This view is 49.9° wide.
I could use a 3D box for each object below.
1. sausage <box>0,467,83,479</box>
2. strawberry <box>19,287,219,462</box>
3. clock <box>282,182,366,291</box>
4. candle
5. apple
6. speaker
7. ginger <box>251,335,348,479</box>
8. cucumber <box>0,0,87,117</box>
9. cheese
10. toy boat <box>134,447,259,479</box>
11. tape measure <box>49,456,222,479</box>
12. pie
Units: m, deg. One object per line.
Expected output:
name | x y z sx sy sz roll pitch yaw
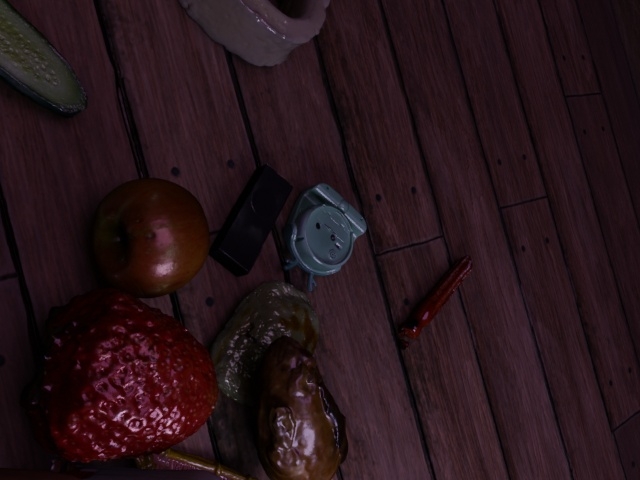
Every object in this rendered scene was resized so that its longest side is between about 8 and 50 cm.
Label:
sausage | -0.445 0.341 0.902 0.288 0.086 0.086 5 73 -4
strawberry | -0.287 0.205 1.030 0.276 0.257 0.258 16 70 -23
clock | 0.000 0.000 1.426 0.159 0.066 0.211 39 59 -24
candle | 0.278 0.134 1.625 0.048 0.051 0.329 51 52 -5
apple | -0.273 -0.005 1.128 0.195 0.196 0.196 10 73 -37
speaker | -0.132 -0.041 1.342 0.082 0.044 0.218 41 57 -24
ginger | -0.036 0.325 1.195 0.165 0.172 0.321 -6 123 -2
cucumber | -0.486 -0.286 1.104 0.244 0.063 0.115 46 47 -21
cheese | -0.127 -0.535 1.393 0.332 0.153 0.292 51 54 -20
toy boat | -0.179 0.420 1.147 0.317 0.099 0.141 29 28 -23
tape measure | -0.262 0.446 1.004 0.130 0.258 0.265 -13 102 -82
pie | -0.088 0.200 1.292 0.201 0.090 0.248 48 59 -25
